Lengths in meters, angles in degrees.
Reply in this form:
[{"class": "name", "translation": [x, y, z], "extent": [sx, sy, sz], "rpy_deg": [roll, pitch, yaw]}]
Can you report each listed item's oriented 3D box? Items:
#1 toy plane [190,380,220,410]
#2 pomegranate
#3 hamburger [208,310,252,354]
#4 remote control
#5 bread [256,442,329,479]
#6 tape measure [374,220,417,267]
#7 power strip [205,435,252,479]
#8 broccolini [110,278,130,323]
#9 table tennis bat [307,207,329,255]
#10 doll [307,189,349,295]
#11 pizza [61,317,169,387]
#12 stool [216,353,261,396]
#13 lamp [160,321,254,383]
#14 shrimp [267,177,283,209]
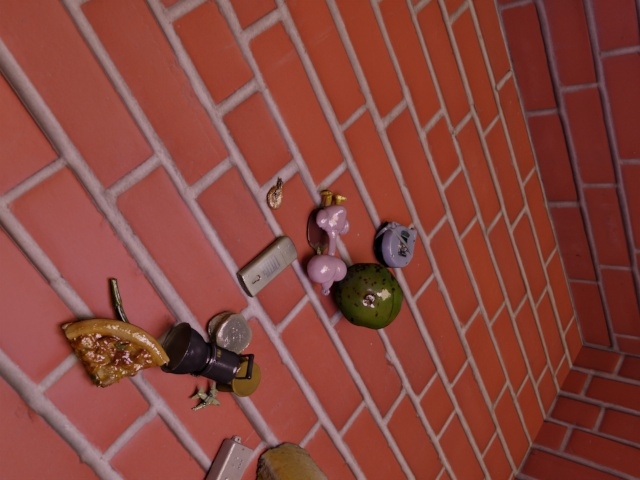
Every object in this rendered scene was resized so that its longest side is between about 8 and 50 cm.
[{"class": "toy plane", "translation": [-0.342, 0.482, 1.784], "extent": [0.102, 0.040, 0.111], "rpy_deg": [-50, 127, -5]}, {"class": "pomegranate", "translation": [0.177, 0.202, 2.138], "extent": [0.270, 0.254, 0.254], "rpy_deg": [78, 25, -83]}, {"class": "hamburger", "translation": [-0.279, 0.288, 1.809], "extent": [0.133, 0.062, 0.140], "rpy_deg": [-37, 121, -32]}, {"class": "remote control", "translation": [-0.170, 0.081, 1.910], "extent": [0.233, 0.038, 0.098], "rpy_deg": [-43, 122, -32]}, {"class": "bread", "translation": [-0.065, 0.908, 1.956], "extent": [0.239, 0.264, 0.395], "rpy_deg": [-10, 103, -40]}, {"class": "tape measure", "translation": [0.299, 0.020, 2.323], "extent": [0.182, 0.107, 0.181], "rpy_deg": [15, 77, -47]}, {"class": "power strip", "translation": [-0.318, 0.778, 1.819], "extent": [0.098, 0.058, 0.338], "rpy_deg": [44, 62, -40]}, {"class": "broccolini", "translation": [-0.527, 0.215, 1.574], "extent": [0.054, 0.051, 0.239], "rpy_deg": [-83, 159, -76]}, {"class": "table tennis bat", "translation": [0.000, 0.000, 2.083], "extent": [0.131, 0.022, 0.234], "rpy_deg": [1, 93, -45]}, {"class": "doll", "translation": [0.036, 0.010, 2.042], "extent": [0.160, 0.094, 0.365], "rpy_deg": [16, 80, -46]}, {"class": "pizza", "translation": [-0.541, 0.301, 1.516], "extent": [0.292, 0.058, 0.197], "rpy_deg": [29, 95, -25]}, {"class": "stool", "translation": [-0.259, 0.417, 1.810], "extent": [0.135, 0.110, 0.134], "rpy_deg": [50, 62, -37]}, {"class": "lamp", "translation": [-0.333, 0.348, 1.695], "extent": [0.227, 0.172, 0.147], "rpy_deg": [33, 46, -35]}, {"class": "shrimp", "translation": [-0.148, -0.154, 1.917], "extent": [0.059, 0.023, 0.108], "rpy_deg": [4, 91, -36]}]
